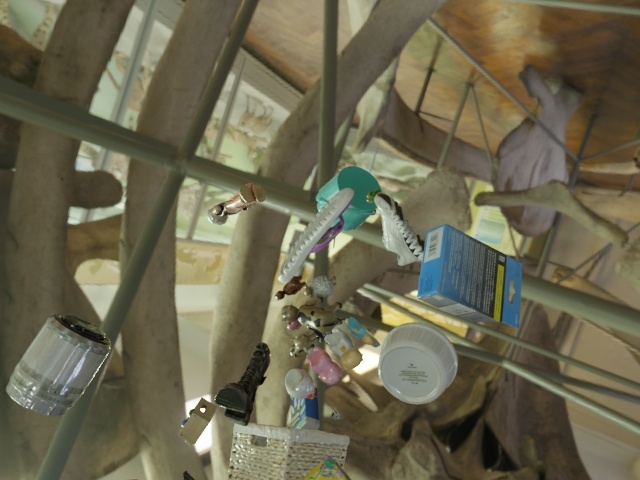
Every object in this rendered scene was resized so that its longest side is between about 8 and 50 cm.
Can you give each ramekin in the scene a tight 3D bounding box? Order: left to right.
[{"bbox_3d":[0.318,0.423,1.730,0.273,0.272,0.127,19,-159,19],"label":"ramekin"}]

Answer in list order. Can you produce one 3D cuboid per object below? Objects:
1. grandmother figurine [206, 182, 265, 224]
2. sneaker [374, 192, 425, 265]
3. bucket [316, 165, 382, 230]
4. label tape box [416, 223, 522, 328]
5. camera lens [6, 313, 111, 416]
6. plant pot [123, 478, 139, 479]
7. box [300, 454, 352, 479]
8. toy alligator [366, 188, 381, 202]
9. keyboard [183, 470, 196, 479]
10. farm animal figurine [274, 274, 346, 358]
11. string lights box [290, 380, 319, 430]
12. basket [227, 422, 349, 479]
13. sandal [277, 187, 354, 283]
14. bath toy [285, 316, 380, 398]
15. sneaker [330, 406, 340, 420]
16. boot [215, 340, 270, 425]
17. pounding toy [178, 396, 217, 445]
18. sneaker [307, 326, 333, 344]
[{"bbox_3d":[-0.368,-0.147,2.159,0.208,0.104,0.342,1,165,-42],"label":"grandmother figurine"},{"bbox_3d":[0.252,-0.030,1.739,0.292,0.118,0.110,54,-157,-21],"label":"sneaker"},{"bbox_3d":[0.140,-0.198,2.394,0.281,0.281,0.183,17,147,-20],"label":"bucket"},{"bbox_3d":[0.480,0.126,1.635,0.334,0.240,0.106,25,153,-21],"label":"label tape box"},{"bbox_3d":[-0.834,0.392,1.655,0.219,0.274,0.219,29,170,6],"label":"camera lens"},{"bbox_3d":[-0.625,1.002,1.877,0.239,0.253,0.254,2,-171,-23],"label":"plant pot"},{"bbox_3d":[-0.003,0.809,1.461,0.177,0.290,0.279,43,165,36],"label":"box"},{"bbox_3d":[0.224,-0.184,2.095,0.056,0.051,0.190,31,-165,8],"label":"toy alligator"},{"bbox_3d":[-0.430,0.857,1.714,0.023,0.180,0.108,-19,-159,-39],"label":"keyboard"},{"bbox_3d":[-0.060,0.308,1.997,0.327,0.330,0.172,-9,-172,42],"label":"farm animal figurine"},{"bbox_3d":[-0.075,0.792,2.417,0.077,0.133,0.259,26,-151,-21],"label":"string lights box"},{"bbox_3d":[-0.125,0.824,1.893,0.328,0.266,0.331,-11,152,42],"label":"basket"},{"bbox_3d":[0.001,-0.008,1.732,0.102,0.416,0.169,33,-153,-14],"label":"sandal"},{"bbox_3d":[0.037,0.427,1.765,0.129,0.348,0.151,44,-172,-36],"label":"bath toy"},{"bbox_3d":[0.057,0.693,2.038,0.032,0.037,0.083,56,166,42],"label":"sneaker"},{"bbox_3d":[-0.212,0.396,1.502,0.091,0.229,0.263,16,144,9],"label":"boot"},{"bbox_3d":[-0.537,0.777,2.186,0.094,0.206,0.181,34,-168,-5],"label":"pounding toy"},{"bbox_3d":[0.008,0.384,2.142,0.072,0.077,0.178,-25,145,26],"label":"sneaker"}]
